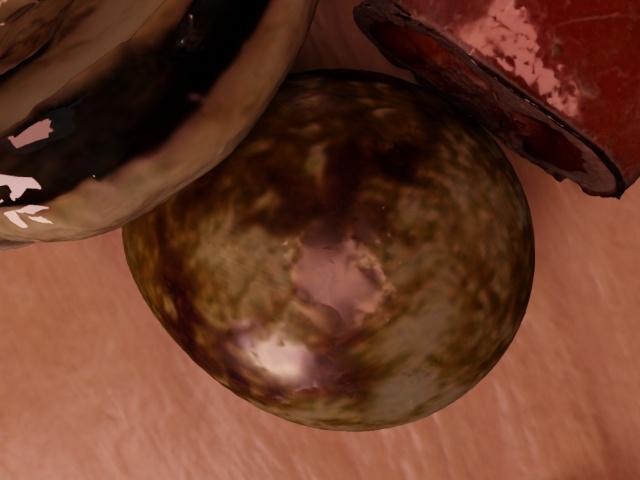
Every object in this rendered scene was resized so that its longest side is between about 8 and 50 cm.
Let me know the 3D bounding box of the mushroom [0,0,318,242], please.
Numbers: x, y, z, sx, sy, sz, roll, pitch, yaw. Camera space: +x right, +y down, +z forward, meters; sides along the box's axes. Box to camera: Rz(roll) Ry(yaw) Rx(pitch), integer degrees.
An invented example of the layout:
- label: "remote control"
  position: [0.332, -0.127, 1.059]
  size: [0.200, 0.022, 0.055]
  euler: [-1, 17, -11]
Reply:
- label: "mushroom"
  position: [-0.114, -0.133, 0.721]
  size: [0.247, 0.344, 0.130]
  euler: [-3, 141, 38]

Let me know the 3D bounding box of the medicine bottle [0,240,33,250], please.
- label: "medicine bottle"
  position: [-0.245, -0.083, 0.860]
  size: [0.147, 0.147, 0.143]
  euler: [28, 113, 3]

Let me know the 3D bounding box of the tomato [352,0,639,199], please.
- label: "tomato"
  position: [0.150, -0.143, 0.765]
  size: [0.214, 0.181, 0.155]
  euler: [37, 92, -9]

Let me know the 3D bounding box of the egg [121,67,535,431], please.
- label: "egg"
  position: [0.000, 0.000, 0.788]
  size: [0.289, 0.238, 0.238]
  euler: [20, 110, 21]
